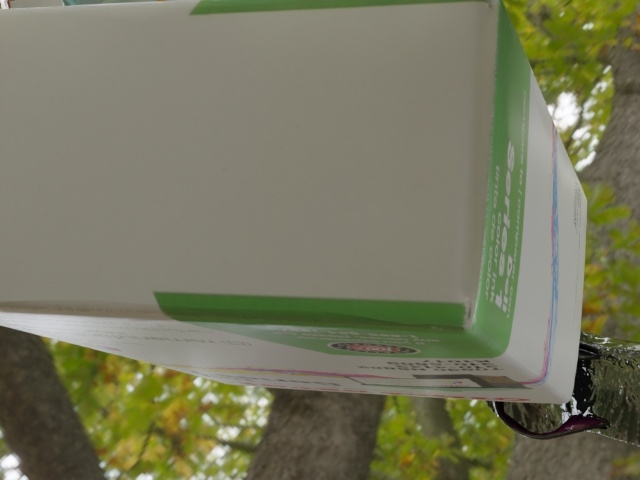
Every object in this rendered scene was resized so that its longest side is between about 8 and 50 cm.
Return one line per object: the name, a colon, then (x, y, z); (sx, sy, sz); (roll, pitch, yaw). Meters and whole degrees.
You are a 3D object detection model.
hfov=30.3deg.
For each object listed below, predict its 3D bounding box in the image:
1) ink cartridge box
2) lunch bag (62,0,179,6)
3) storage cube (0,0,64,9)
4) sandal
ink cartridge box: (0.000, 0.000, 0.517); (0.201, 0.278, 0.117); (1, -102, 19)
lunch bag: (-0.168, -0.262, 1.424); (0.160, 0.223, 0.262); (34, -17, 21)
storage cube: (-0.377, -0.334, 1.793); (0.193, 0.184, 0.215); (-125, -158, -52)
sandal: (0.320, 0.196, 1.571); (0.446, 0.107, 0.167); (-10, -82, 65)
